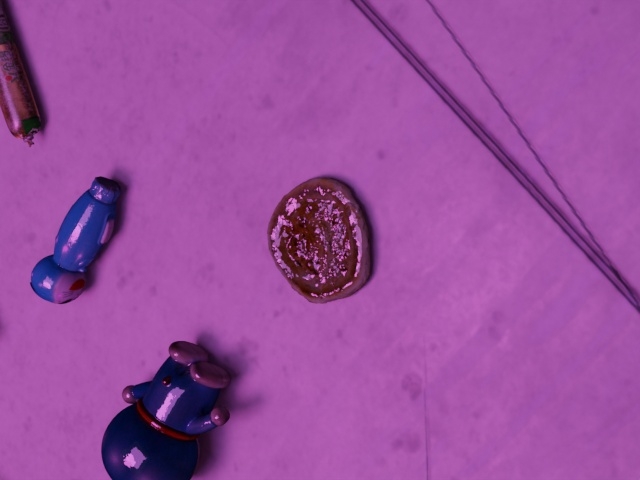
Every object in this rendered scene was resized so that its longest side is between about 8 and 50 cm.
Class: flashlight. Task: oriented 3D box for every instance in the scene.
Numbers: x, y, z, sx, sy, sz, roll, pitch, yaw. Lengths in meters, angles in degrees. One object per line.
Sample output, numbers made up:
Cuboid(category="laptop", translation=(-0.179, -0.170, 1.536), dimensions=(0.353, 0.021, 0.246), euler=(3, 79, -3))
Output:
Cuboid(category="flashlight", translation=(-0.218, 0.000, 1.639), dimensions=(0.051, 0.051, 0.129), euler=(36, 113, 22))

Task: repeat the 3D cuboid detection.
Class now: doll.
Cuboid(category="doll", translation=(-0.137, 0.165, 1.600), dimensions=(0.114, 0.085, 0.152), euler=(38, 106, 37))

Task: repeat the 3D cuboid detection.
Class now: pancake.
Cuboid(category="pancake", translation=(0.000, 0.001, 1.521), dimensions=(0.108, 0.017, 0.108), euler=(7, 103, 35))

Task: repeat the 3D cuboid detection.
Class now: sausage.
Cuboid(category="sausage", translation=(-0.304, -0.212, 1.666), dimensions=(0.033, 0.033, 0.269), euler=(-20, 87, 33))
